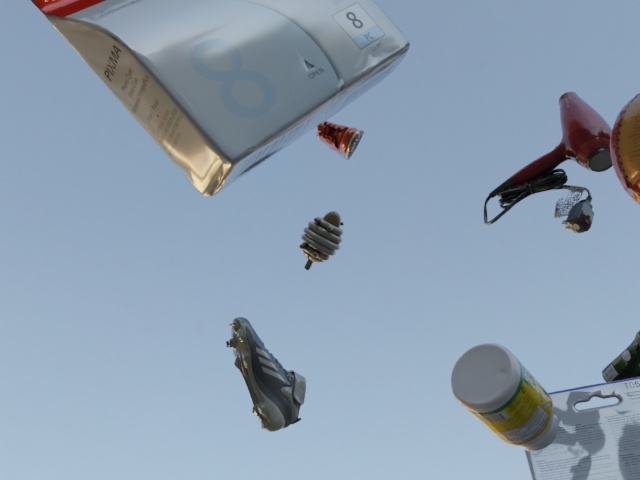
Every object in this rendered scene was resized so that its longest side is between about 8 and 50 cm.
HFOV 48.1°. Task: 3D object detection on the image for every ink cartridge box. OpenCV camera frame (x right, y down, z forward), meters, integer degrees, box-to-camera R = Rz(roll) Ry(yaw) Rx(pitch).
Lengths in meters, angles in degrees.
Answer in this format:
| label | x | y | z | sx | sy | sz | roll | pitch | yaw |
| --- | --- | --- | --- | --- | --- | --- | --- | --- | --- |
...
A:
| label | x | y | z | sx | sy | sz | roll | pitch | yaw |
| --- | --- | --- | --- | --- | --- | --- | --- | --- | --- |
| ink cartridge box | 0.561 | 0.424 | 1.352 | 0.324 | 0.330 | 0.071 | -12 | -50 | 9 |
| ink cartridge box | -0.126 | -0.275 | 0.773 | 0.385 | 0.308 | 0.091 | 50 | -36 | 0 |

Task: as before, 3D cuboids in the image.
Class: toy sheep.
| label | x | y | z | sx | sy | sz | roll | pitch | yaw |
| --- | --- | --- | --- | --- | --- | --- | --- | --- | --- |
| toy sheep | 0.000 | 0.000 | 1.435 | 0.091 | 0.091 | 0.132 | 30 | -83 | -26 |

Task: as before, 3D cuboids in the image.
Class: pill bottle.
| label | x | y | z | sx | sy | sz | roll | pitch | yaw |
| --- | --- | --- | --- | --- | --- | --- | --- | --- | --- |
| pill bottle | 0.312 | 0.266 | 1.182 | 0.117 | 0.117 | 0.208 | -31 | -52 | 19 |

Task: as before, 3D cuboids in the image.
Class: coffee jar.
| label | x | y | z | sx | sy | sz | roll | pitch | yaw |
| --- | --- | --- | --- | --- | --- | --- | --- | --- | --- |
| coffee jar | 0.807 | 0.303 | 1.813 | 0.096 | 0.079 | 0.184 | 27 | -66 | -12 |

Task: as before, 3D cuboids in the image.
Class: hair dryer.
| label | x | y | z | sx | sy | sz | roll | pitch | yaw |
| --- | --- | --- | --- | --- | --- | --- | --- | --- | --- |
| hair dryer | 0.417 | -0.152 | 1.287 | 0.224 | 0.293 | 0.080 | 11 | -26 | 44 |

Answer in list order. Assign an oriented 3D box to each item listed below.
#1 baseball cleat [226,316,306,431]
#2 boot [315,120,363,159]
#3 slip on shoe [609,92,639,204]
| label | x | y | z | sx | sy | sz | roll | pitch | yaw |
| --- | --- | --- | --- | --- | --- | --- | --- | --- | --- |
| baseball cleat | -0.090 | 0.225 | 1.252 | 0.109 | 0.206 | 0.072 | -13 | -7 | -32 |
| boot | 0.032 | -0.197 | 1.370 | 0.085 | 0.158 | 0.059 | 32 | -93 | -8 |
| slip on shoe | 0.262 | 0.004 | 0.429 | 0.101 | 0.123 | 0.331 | 4 | -22 | 41 |
